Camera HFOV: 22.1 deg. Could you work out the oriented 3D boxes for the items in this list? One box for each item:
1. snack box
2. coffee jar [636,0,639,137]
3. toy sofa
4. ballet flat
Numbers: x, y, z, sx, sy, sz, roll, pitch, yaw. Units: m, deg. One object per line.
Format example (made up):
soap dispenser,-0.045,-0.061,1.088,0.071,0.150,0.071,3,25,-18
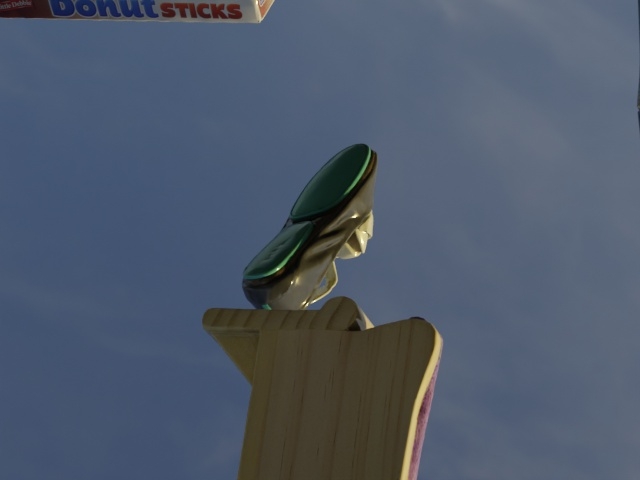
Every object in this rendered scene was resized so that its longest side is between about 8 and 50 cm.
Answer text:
snack box,-0.110,-0.155,0.978,0.178,0.022,0.064,4,-141,18
coffee jar,0.240,-0.139,1.018,0.079,0.184,0.096,-1,-179,36
toy sofa,-0.003,0.230,1.104,0.177,0.150,0.362,-1,-116,20
ballet flat,0.000,0.000,1.368,0.074,0.074,0.203,24,-135,13
